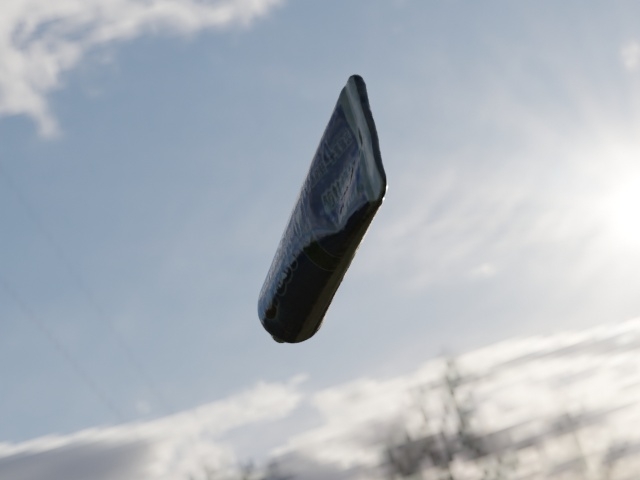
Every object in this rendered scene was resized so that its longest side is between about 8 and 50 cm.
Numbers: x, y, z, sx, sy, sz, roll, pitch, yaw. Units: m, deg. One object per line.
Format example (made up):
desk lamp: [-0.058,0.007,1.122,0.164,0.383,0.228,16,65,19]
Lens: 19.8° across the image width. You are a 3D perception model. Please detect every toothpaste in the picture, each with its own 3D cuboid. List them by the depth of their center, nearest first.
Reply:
toothpaste: [0.000,0.000,0.810,0.034,0.057,0.197,-5,-26,-15]
